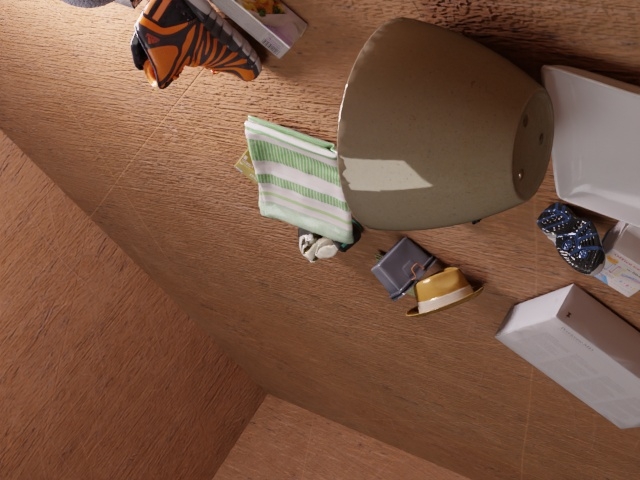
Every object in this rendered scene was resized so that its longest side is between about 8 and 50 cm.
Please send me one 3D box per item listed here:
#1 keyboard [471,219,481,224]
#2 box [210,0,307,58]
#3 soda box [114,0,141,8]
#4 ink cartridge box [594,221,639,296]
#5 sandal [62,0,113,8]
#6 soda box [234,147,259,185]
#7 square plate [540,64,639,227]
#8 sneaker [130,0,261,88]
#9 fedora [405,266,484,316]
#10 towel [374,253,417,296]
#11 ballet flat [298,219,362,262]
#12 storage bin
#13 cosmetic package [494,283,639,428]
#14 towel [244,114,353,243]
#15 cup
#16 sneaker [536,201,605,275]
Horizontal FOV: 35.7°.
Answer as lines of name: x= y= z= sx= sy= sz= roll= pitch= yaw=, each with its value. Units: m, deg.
keyboard: x=0.253 y=-0.110 z=1.938 sx=0.201 sy=0.033 sz=0.317 roll=37 pitch=162 yaw=11
box: x=-0.169 y=-0.453 z=1.755 sx=0.324 sy=0.063 sz=0.067 roll=38 pitch=159 yaw=-11
soda box: x=-0.398 y=-0.533 z=1.940 sx=0.060 sy=0.053 sz=0.169 roll=24 pitch=157 yaw=25
ink cartridge box: x=0.537 y=0.020 z=1.707 sx=0.092 sy=0.090 sz=0.143 roll=32 pitch=161 yaw=6
sandal: x=-0.393 y=-0.505 z=1.875 sx=0.254 sy=0.054 sz=0.097 roll=-13 pitch=152 yaw=18
soda box: x=-0.112 y=-0.149 z=2.363 sx=0.181 sy=0.061 sz=0.058 roll=38 pitch=159 yaw=-10
square plate: x=0.509 y=-0.119 z=1.493 sx=0.347 sy=0.049 sz=0.344 roll=22 pitch=156 yaw=29
sneaker: x=-0.247 y=-0.350 z=1.867 sx=0.124 sy=0.180 sz=0.321 roll=39 pitch=-179 yaw=35
fedora: x=0.275 y=0.112 z=2.265 sx=0.194 sy=0.194 sz=0.079 roll=-18 pitch=93 yaw=65
towel: x=0.194 y=0.085 z=2.480 sx=0.110 sy=0.027 sz=0.148 roll=23 pitch=156 yaw=26
ballet flat: x=0.000 y=0.000 z=2.482 sx=0.095 sy=0.096 sz=0.280 roll=40 pitch=160 yaw=-17
storage bin: x=0.188 y=0.059 z=2.291 sx=0.091 sy=0.135 sz=0.098 roll=45 pitch=159 yaw=-3
cosmetic package: x=0.602 y=0.260 z=2.147 sx=0.377 sy=0.097 sz=0.284 roll=36 pitch=162 yaw=-6
towel: x=-0.047 y=-0.128 z=2.230 sx=0.248 sy=0.038 sz=0.325 roll=20 pitch=147 yaw=19
cup: x=0.210 y=-0.160 z=1.494 sx=0.237 sy=0.331 sz=0.331 roll=12 pitch=151 yaw=31
sneaker: x=0.453 y=0.004 z=1.736 sx=0.081 sy=0.080 sz=0.211 roll=42 pitch=-165 yaw=-23
